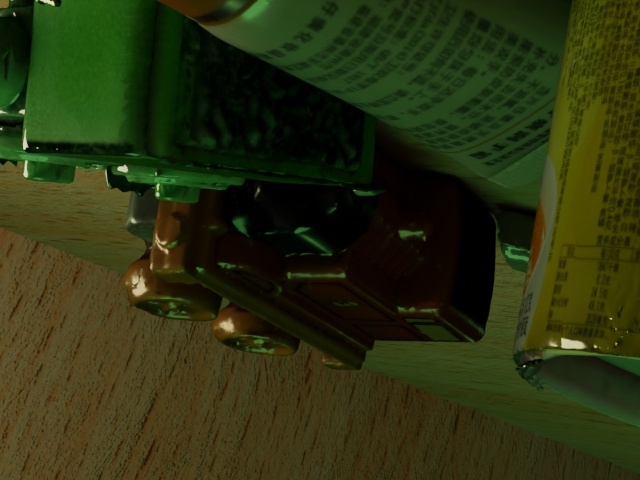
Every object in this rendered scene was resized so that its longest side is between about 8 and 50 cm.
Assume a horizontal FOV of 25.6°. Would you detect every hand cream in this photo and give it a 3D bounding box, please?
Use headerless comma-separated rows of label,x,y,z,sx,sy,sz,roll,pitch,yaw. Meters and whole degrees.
hand cream,0.047,-0.103,0.676,0.314,0.089,0.139,26,139,-37

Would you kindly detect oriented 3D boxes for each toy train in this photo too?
toy train,0.000,0.000,1.128,0.231,0.163,0.369,-2,162,25
toy train,-0.077,-0.088,0.779,0.188,0.133,0.243,6,-179,39

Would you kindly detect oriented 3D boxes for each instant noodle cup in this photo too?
instant noodle cup,0.202,-0.017,0.555,0.264,0.200,0.264,16,169,3

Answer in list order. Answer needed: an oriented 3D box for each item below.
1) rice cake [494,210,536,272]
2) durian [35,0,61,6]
rice cake,0.266,0.029,1.126,0.269,0.049,0.055,15,148,14
durian,-0.159,-0.157,0.693,0.086,0.100,0.215,20,180,-31
